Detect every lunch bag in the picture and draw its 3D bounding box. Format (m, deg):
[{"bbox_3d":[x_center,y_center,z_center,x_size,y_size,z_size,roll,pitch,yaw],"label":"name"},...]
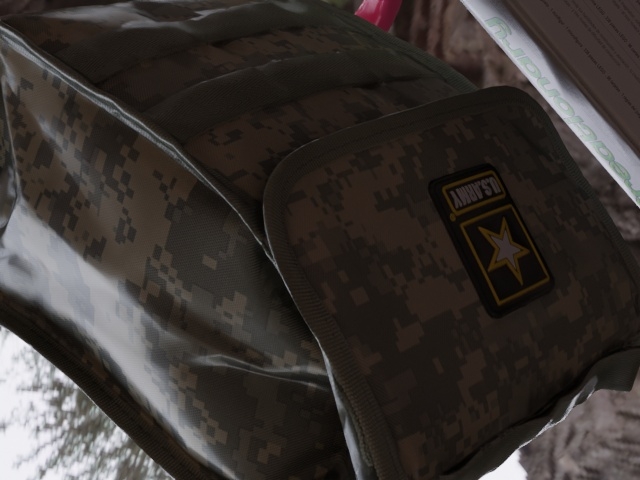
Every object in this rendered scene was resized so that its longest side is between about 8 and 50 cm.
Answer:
[{"bbox_3d":[0.000,0.000,0.571,0.287,0.169,0.235,35,-147,26],"label":"lunch bag"}]

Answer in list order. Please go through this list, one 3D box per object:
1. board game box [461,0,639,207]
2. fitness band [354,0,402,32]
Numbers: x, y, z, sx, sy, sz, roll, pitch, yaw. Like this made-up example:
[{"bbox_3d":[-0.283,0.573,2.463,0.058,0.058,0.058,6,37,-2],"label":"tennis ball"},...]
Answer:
[{"bbox_3d":[0.149,-0.180,0.601,0.193,0.053,0.305,-44,-79,-8],"label":"board game box"},{"bbox_3d":[-0.033,-0.184,1.008,0.054,0.209,0.291,44,-159,21],"label":"fitness band"}]
